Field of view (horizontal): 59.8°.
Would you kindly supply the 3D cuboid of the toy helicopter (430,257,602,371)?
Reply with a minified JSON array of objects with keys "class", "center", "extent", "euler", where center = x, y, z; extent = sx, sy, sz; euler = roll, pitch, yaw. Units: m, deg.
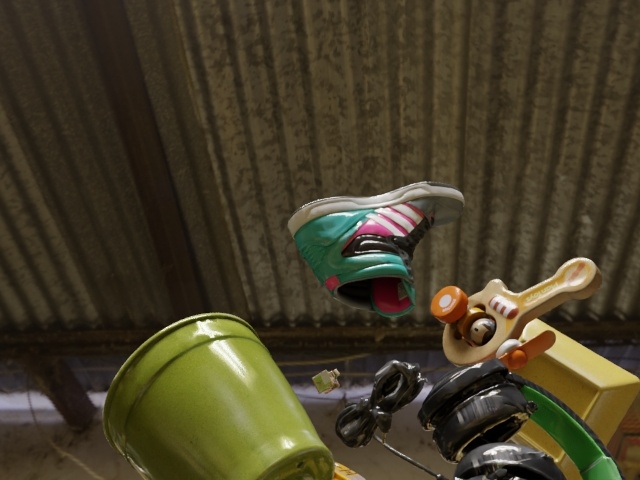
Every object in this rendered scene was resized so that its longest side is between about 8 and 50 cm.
[{"class":"toy helicopter","center":[0.404,0.157,1.136],"extent":[0.355,0.235,0.140],"euler":[-36,-61,26]}]

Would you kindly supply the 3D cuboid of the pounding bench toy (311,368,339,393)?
[{"class":"pounding bench toy","center":[0.030,0.417,1.667],"extent":[0.083,0.052,0.065],"euler":[-33,-25,10]}]

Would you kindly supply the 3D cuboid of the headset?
[{"class":"headset","center":[0.203,0.228,0.620],"extent":[0.394,0.243,0.185],"euler":[17,-56,-20]}]

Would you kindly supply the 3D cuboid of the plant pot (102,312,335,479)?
[{"class":"plant pot","center":[-0.167,0.384,1.064],"extent":[0.366,0.353,0.367],"euler":[-23,-52,-33]}]

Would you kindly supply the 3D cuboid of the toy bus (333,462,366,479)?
[{"class":"toy bus","center":[0.038,0.672,1.498],"extent":[0.130,0.108,0.333],"euler":[25,-14,19]}]

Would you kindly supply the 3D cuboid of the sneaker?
[{"class":"sneaker","center":[0.115,0.017,0.819],"extent":[0.295,0.178,0.124],"euler":[-11,-25,-23]}]

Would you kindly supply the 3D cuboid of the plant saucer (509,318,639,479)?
[{"class":"plant saucer","center":[0.590,0.415,1.459],"extent":[0.081,0.332,0.333],"euler":[11,-73,-44]}]
